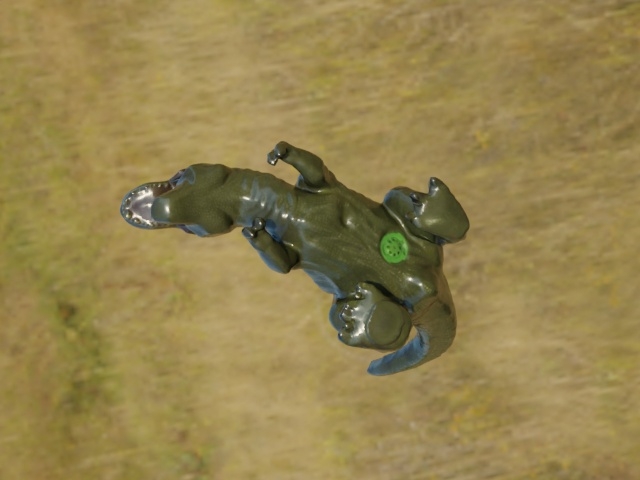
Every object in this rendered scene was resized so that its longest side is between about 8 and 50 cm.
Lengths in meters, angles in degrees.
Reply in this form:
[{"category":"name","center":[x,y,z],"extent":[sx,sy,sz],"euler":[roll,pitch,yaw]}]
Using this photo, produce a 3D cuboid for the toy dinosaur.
[{"category":"toy dinosaur","center":[0.000,0.000,0.644],"extent":[0.087,0.187,0.179],"euler":[-59,9,-5]}]
